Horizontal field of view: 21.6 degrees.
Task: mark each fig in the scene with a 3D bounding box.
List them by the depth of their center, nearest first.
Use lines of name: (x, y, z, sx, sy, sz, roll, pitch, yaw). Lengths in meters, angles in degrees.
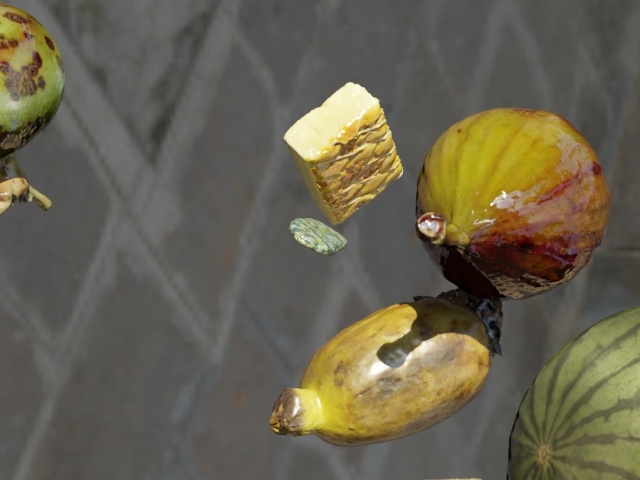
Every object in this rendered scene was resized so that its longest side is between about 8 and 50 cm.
fig: (0.163, -0.028, 1.744, 0.321, 0.217, 0.217, -15, 104, -57)

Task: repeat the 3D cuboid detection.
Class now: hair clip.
hair clip: (0.001, -0.002, 2.111, 0.036, 0.066, 0.229, -59, 172, 1)

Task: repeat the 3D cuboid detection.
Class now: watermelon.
watermelon: (0.317, 0.181, 1.286, 0.359, 0.279, 0.279, 6, 84, -33)

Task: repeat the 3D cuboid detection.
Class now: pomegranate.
pomegranate: (-0.276, -0.105, 1.320, 0.148, 0.148, 0.169, -22, 126, -62)

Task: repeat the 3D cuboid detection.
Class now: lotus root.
lotus root: (0.079, 0.150, 1.866, 0.314, 0.169, 0.141, -25, 91, -22)

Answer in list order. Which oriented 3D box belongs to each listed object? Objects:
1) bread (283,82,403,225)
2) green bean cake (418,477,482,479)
bread: (0.034, -0.110, 2.177, 0.125, 0.068, 0.188, -39, 150, -8)
green bean cake: (0.096, 0.278, 1.585, 0.179, 0.109, 0.085, 16, 54, -64)
